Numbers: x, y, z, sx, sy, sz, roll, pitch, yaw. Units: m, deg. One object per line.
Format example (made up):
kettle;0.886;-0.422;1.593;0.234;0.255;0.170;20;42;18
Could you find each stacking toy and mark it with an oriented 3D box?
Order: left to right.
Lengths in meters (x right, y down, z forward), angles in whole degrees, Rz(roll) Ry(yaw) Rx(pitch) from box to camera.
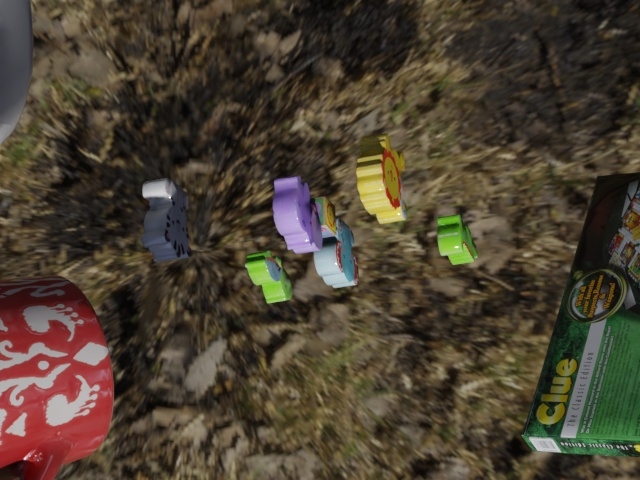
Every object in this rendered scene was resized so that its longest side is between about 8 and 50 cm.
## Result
stacking toy;0.000;0.000;0.904;0.167;0.221;0.052;-10;70;19

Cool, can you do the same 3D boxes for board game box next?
board game box;0.254;0.051;1.048;0.030;0.136;0.259;53;48;-41

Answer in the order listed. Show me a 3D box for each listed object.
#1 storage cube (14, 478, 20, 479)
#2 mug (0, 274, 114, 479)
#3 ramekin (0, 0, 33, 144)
storage cube;-0.358;0.315;1.234;0.184;0.215;0.193;31;93;-30
mug;-0.185;0.090;0.602;0.169;0.113;0.150;-10;83;-39
ramekin;-0.214;-0.129;0.479;0.135;0.277;0.277;-17;91;8
